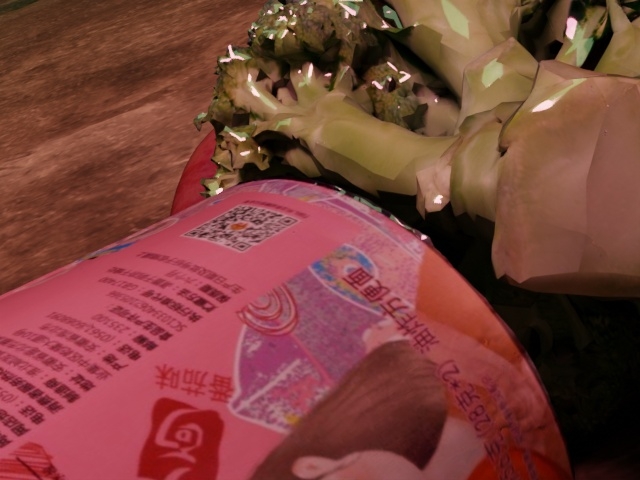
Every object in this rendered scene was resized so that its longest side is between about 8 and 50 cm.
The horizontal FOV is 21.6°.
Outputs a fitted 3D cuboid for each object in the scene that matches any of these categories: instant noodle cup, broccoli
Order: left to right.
[{"bbox_3d":[-0.063,0.113,0.525,0.243,0.243,0.231,0,25,47],"label":"instant noodle cup"},{"bbox_3d":[0.082,-0.038,0.644,0.270,0.270,0.270,-25,8,0],"label":"broccoli"}]

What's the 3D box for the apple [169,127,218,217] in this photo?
[{"bbox_3d":[0.000,0.000,0.823,0.153,0.153,0.120,-36,-11,-26],"label":"apple"}]
